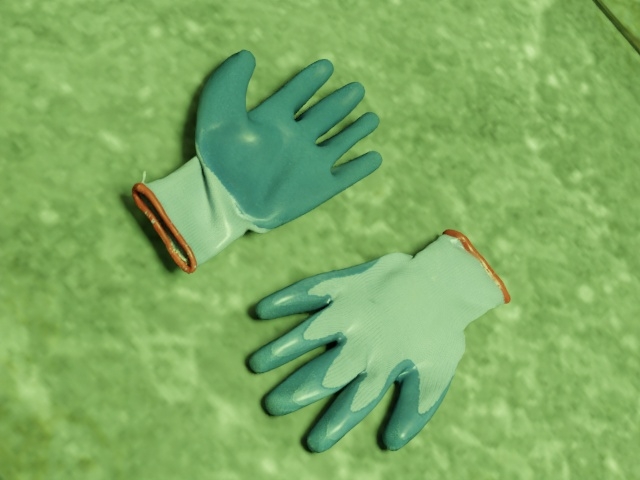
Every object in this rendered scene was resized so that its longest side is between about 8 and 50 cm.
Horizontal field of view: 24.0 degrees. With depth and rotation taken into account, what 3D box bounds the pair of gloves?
[{"bbox_3d":[0.000,0.000,0.719,0.198,0.023,0.159,52,49,2],"label":"pair of gloves"}]
